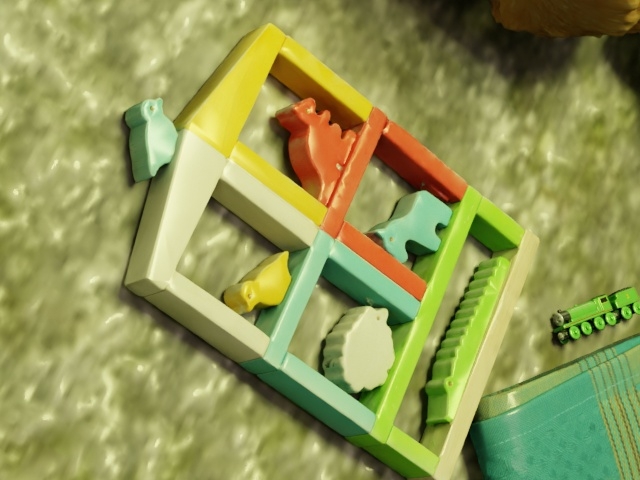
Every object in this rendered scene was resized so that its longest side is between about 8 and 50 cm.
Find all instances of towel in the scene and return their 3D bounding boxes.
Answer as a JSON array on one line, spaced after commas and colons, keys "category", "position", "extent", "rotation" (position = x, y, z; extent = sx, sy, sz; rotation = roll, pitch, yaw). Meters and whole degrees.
[{"category": "towel", "position": [0.247, 0.245, 1.240], "extent": [0.271, 0.040, 0.370], "rotation": [-18, 93, -36]}]

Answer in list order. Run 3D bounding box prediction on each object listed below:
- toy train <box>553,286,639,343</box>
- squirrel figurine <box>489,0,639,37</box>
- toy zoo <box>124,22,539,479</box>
[{"category": "toy train", "position": [0.193, 0.051, 1.253], "extent": [0.083, 0.017, 0.024], "rotation": [-16, 80, -37]}, {"category": "squirrel figurine", "position": [0.190, -0.347, 1.169], "extent": [0.397, 0.281, 0.370], "rotation": [54, 47, -52]}, {"category": "toy zoo", "position": [0.000, 0.000, 1.113], "extent": [0.293, 0.030, 0.192], "rotation": [38, 61, -25]}]
